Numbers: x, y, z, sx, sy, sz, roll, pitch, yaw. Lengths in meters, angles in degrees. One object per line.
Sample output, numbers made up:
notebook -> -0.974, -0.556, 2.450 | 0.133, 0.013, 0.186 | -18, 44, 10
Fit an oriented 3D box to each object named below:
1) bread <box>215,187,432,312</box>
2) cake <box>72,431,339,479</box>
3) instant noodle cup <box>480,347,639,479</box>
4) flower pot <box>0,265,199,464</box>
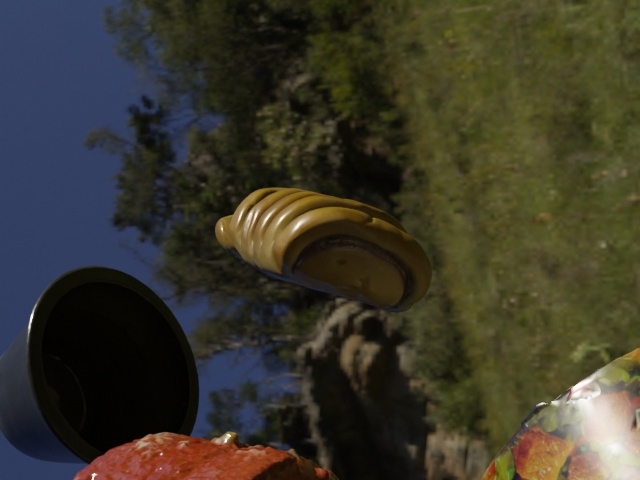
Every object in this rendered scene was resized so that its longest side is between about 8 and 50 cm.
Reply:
bread -> 0.000, 0.000, 1.005 | 0.134, 0.225, 0.081 | 16, -87, -24
cake -> -0.074, 0.256, 0.702 | 0.177, 0.151, 0.282 | 3, -89, -61
instant noodle cup -> 0.191, 0.164, 0.524 | 0.251, 0.251, 0.190 | 28, -152, -45
flower pot -> -0.269, 0.160, 1.324 | 0.235, 0.148, 0.235 | 30, -131, -40
